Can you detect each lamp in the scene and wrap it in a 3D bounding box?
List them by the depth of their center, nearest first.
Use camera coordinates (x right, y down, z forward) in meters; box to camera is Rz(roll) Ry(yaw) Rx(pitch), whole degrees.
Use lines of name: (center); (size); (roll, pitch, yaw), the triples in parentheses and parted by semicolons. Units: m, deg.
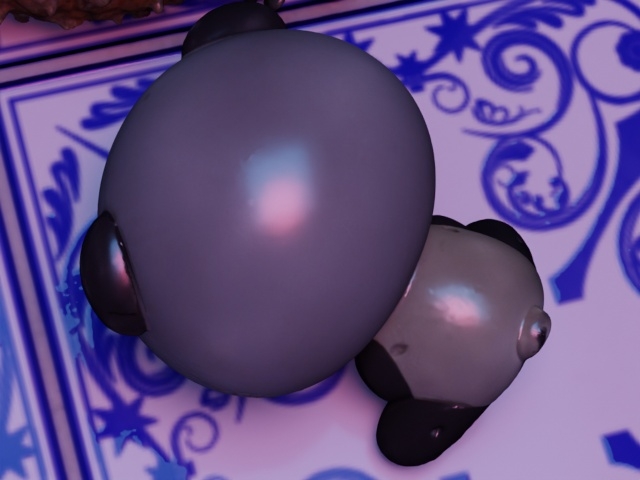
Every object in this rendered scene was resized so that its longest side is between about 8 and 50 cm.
lamp: (0.000, 0.000, 1.005); (0.244, 0.197, 0.198); (32, 68, -20)

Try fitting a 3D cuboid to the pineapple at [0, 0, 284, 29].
pineapple: (-0.076, -0.194, 1.083); (0.278, 0.158, 0.158); (3, 70, -17)
